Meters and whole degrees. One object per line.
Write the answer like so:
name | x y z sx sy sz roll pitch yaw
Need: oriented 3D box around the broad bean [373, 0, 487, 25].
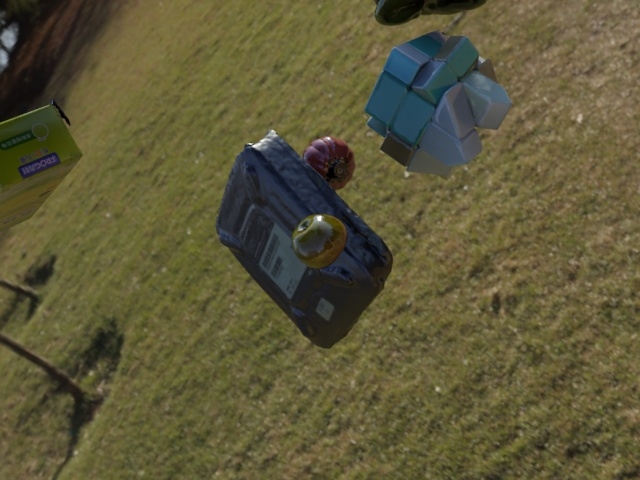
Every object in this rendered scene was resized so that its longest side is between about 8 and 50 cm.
broad bean | 0.191 -0.440 1.321 0.206 0.153 0.072 -11 73 1

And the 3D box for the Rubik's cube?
Rubik's cube | 0.221 -0.242 1.331 0.224 0.213 0.265 -36 -22 -48

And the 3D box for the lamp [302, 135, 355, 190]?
lamp | 0.014 -0.142 1.413 0.107 0.107 0.092 -52 35 -4

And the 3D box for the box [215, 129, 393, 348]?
box | -0.045 0.013 1.382 0.091 0.350 0.359 -35 -14 -30

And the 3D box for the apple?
apple | 0.000 0.000 1.180 0.089 0.074 0.089 -36 26 21

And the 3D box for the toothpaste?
toothpaste | -0.420 -0.077 1.003 0.110 0.077 0.327 -34 6 -35
